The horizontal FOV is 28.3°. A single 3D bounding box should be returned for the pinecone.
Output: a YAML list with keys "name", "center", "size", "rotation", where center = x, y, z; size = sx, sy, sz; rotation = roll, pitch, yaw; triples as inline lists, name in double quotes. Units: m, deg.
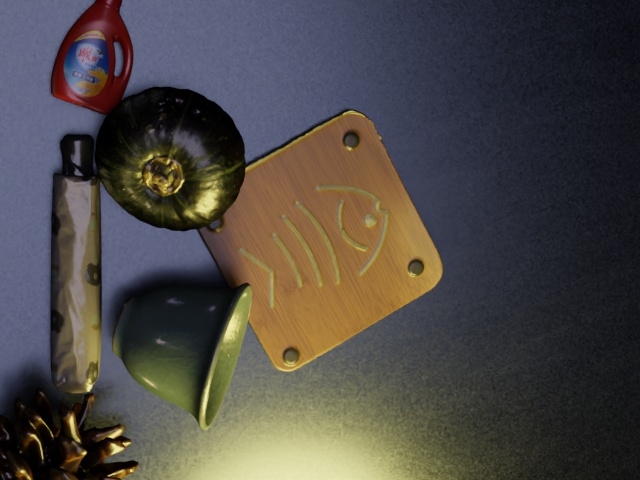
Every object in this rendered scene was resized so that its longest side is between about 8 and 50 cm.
- name: "pinecone"
  center: [-0.333, 0.298, 1.619]
  size: [0.201, 0.202, 0.229]
  rotation: [-44, 149, -33]

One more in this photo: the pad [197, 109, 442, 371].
- name: "pad"
  center: [0.000, 0.000, 1.758]
  size: [0.284, 0.018, 0.286]
  rotation: [-30, 104, -8]

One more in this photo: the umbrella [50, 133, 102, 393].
- name: "umbrella"
  center: [-0.318, 0.030, 1.659]
  size: [0.067, 0.073, 0.337]
  rotation: [0, 97, -14]

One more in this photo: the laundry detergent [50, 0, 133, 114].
- name: "laundry detergent"
  center: [-0.284, -0.251, 1.643]
  size: [0.097, 0.049, 0.165]
  rotation: [18, 92, -21]

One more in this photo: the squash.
- name: "squash"
  center: [-0.192, -0.105, 1.630]
  size: [0.193, 0.156, 0.193]
  rotation: [-7, 114, -15]

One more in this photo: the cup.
- name: "cup"
  center: [-0.189, 0.131, 1.664]
  size: [0.150, 0.199, 0.199]
  rotation: [17, 94, 6]
